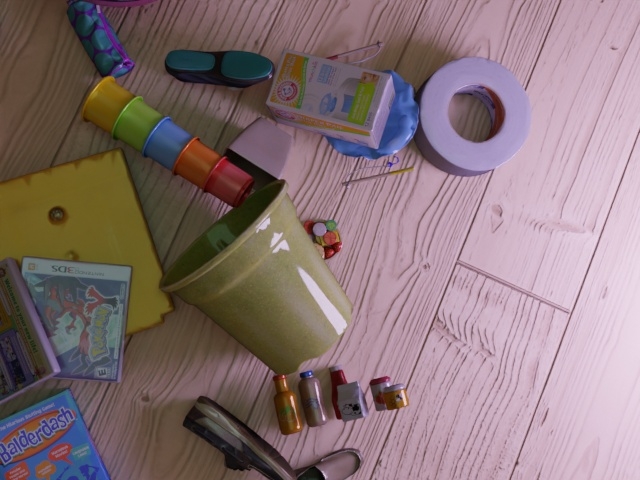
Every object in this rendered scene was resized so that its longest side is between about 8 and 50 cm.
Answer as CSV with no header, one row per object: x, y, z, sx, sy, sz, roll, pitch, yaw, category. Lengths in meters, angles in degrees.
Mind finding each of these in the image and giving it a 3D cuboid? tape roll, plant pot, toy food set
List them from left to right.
-0.108,-0.155,1.559,0.109,0.109,0.096,32,68,-5,plant pot
-0.086,0.080,1.474,0.276,0.276,0.254,-43,103,-11,plant pot
0.000,0.000,1.600,0.083,0.020,0.082,-16,87,-10,toy food set
0.037,0.263,1.529,0.232,0.111,0.104,-17,81,16,toy food set
0.284,-0.234,1.646,0.219,0.072,0.219,1,85,-9,tape roll

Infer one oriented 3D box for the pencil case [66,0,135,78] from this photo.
-0.391,-0.361,1.545,0.064,0.070,0.151,-31,92,-53,pencil case

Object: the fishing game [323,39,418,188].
0.091,-0.236,1.616,0.189,0.041,0.264,-17,77,3,fishing game

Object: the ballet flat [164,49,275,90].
-0.179,-0.305,1.564,0.203,0.074,0.074,6,83,7,ballet flat

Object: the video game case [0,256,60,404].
-0.552,0.165,1.439,0.193,0.023,0.212,-28,78,10,video game case

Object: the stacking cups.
-0.258,-0.170,1.515,0.316,0.096,0.096,31,80,2,stacking cups

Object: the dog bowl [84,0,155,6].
-0.359,-0.588,1.500,0.408,0.150,0.408,3,73,-11,dog bowl

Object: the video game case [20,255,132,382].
-0.422,0.134,1.470,0.183,0.023,0.201,6,86,-10,video game case

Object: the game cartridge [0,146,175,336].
-0.433,0.030,1.513,0.285,0.053,0.323,-18,90,-11,game cartridge

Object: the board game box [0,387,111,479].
-0.459,0.380,1.471,0.160,0.047,0.210,-25,88,-11,board game box

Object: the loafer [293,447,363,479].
0.011,0.416,1.546,0.148,0.050,0.056,-23,91,-10,loafer

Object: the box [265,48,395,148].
0.019,-0.253,1.557,0.203,0.103,0.114,17,82,12,box

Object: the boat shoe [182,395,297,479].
-0.143,0.364,1.515,0.223,0.080,0.073,40,89,4,boat shoe
